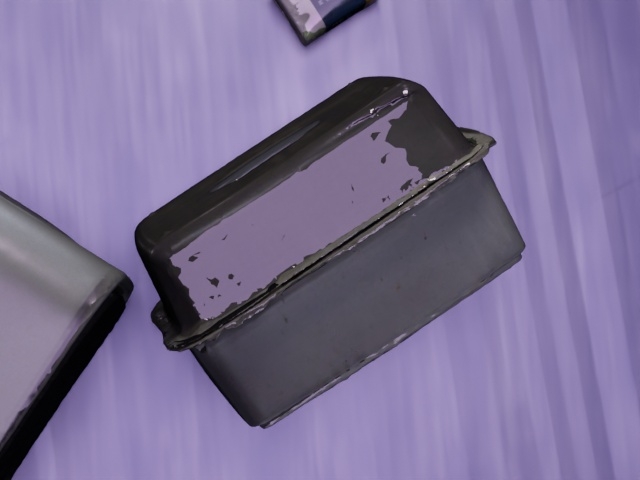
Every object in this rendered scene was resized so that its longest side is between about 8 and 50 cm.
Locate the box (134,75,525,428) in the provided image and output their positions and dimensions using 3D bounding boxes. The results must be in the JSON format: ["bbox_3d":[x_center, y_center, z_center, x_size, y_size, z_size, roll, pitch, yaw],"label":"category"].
[{"bbox_3d":[0.000,0.000,1.077,0.290,0.220,0.166,-34,103,-6],"label":"box"}]

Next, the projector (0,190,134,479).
[{"bbox_3d":[-0.309,0.067,1.028,0.249,0.248,0.248,32,84,-2],"label":"projector"}]

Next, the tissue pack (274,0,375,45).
[{"bbox_3d":[0.005,-0.214,1.178,0.083,0.042,0.062,-32,91,-6],"label":"tissue pack"}]
